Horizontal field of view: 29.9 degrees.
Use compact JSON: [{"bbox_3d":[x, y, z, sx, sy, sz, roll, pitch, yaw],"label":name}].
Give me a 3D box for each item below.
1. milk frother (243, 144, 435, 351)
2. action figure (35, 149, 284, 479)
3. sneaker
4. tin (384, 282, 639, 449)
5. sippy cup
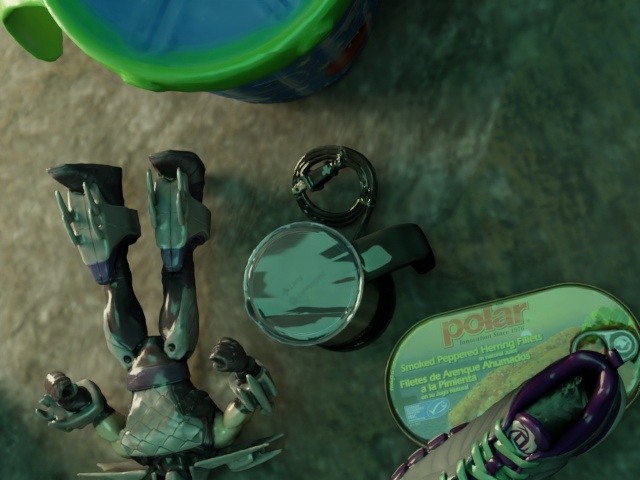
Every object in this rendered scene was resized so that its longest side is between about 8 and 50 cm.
[{"bbox_3d":[0.000,0.000,0.863,0.129,0.135,0.143,-42,77,4],"label":"milk frother"},{"bbox_3d":[-0.127,0.080,0.903,0.185,0.099,0.285,-10,84,6],"label":"action figure"},{"bbox_3d":[0.108,0.146,0.788,0.224,0.098,0.083,-42,70,-6],"label":"sneaker"},{"bbox_3d":[0.141,0.094,0.872,0.190,0.040,0.106,-14,84,10],"label":"tin"},{"bbox_3d":[-0.057,-0.199,0.853,0.305,0.224,0.240,23,89,14],"label":"sippy cup"}]
